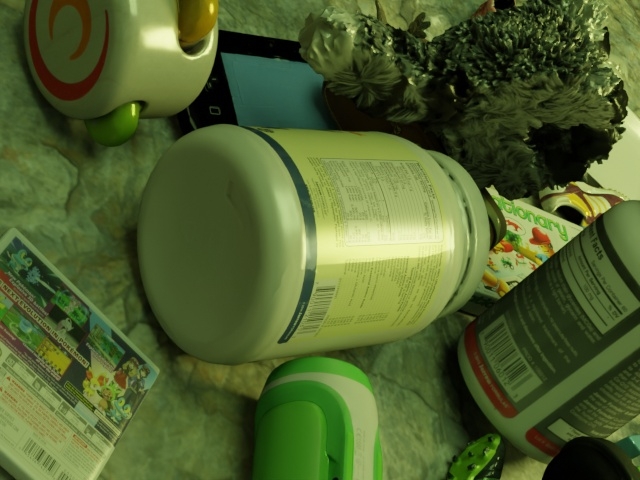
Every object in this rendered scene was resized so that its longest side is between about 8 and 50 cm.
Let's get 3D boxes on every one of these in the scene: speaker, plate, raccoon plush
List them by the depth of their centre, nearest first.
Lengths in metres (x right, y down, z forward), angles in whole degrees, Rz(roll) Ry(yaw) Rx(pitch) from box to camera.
[{"bbox_3d":[-0.009,0.261,1.036,0.131,0.131,0.296,27,46,-25],"label":"speaker"},{"bbox_3d":[0.197,-0.258,1.317,0.446,0.216,0.299,30,42,-30],"label":"raccoon plush"},{"bbox_3d":[0.477,-0.156,1.859,0.278,0.045,0.277,42,40,-9],"label":"plate"}]

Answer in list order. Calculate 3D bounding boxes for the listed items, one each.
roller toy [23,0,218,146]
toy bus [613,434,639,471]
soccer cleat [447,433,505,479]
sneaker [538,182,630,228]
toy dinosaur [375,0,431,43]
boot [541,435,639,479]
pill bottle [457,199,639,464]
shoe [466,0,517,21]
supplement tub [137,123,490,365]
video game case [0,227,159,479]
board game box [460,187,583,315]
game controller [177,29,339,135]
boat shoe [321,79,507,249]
[{"bbox_3d":[-0.207,-0.225,1.172,0.146,0.209,0.191,-8,46,-46],"label":"roller toy"},{"bbox_3d":[0.511,0.320,1.481,0.191,0.104,0.202,-21,75,-48],"label":"toy bus"},{"bbox_3d":[0.173,0.292,1.240,0.072,0.060,0.179,55,40,-18],"label":"soccer cleat"},{"bbox_3d":[0.410,-0.042,1.703,0.185,0.069,0.084,19,57,-23],"label":"sneaker"},{"bbox_3d":[0.164,-0.207,1.553,0.296,0.127,0.200,43,4,27],"label":"toy dinosaur"},{"bbox_3d":[0.226,0.363,1.134,0.260,0.131,0.348,16,63,-34],"label":"boot"},{"bbox_3d":[0.354,0.085,1.292,0.210,0.363,0.210,36,28,-22],"label":"pill bottle"},{"bbox_3d":[0.300,-0.380,1.839,0.063,0.081,0.178,50,40,0],"label":"shoe"},{"bbox_3d":[0.000,0.000,1.159,0.325,0.235,0.235,-3,63,-44],"label":"supplement tub"},{"bbox_3d":[-0.252,0.115,0.982,0.201,0.023,0.183,48,39,-18],"label":"video game case"},{"bbox_3d":[0.259,0.027,1.514,0.305,0.053,0.193,19,49,-31],"label":"board game box"},{"bbox_3d":[-0.052,-0.176,1.376,0.319,0.067,0.166,-1,61,-42],"label":"game controller"},{"bbox_3d":[0.101,-0.092,1.353,0.307,0.111,0.104,48,52,3],"label":"boat shoe"}]
